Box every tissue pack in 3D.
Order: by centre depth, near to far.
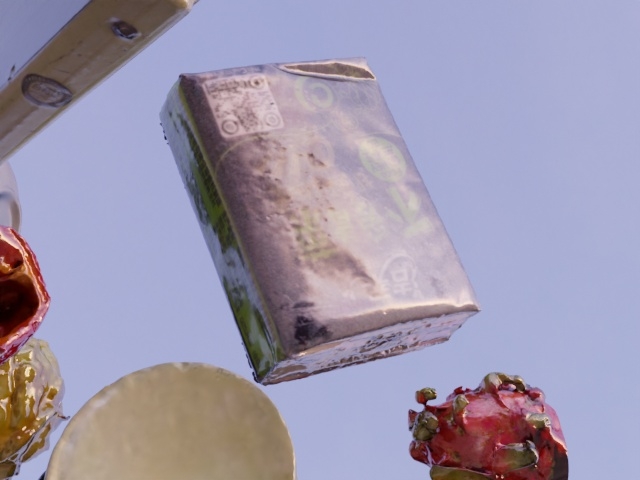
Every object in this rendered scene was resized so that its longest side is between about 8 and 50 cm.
[{"bbox_3d":[-0.006,-0.038,1.392,0.288,0.394,0.124,-11,-25,-29],"label":"tissue pack"}]

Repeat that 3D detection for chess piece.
[{"bbox_3d":[-0.076,0.194,0.725,0.144,0.144,0.251,-1,-30,4],"label":"chess piece"}]

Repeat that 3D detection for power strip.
[{"bbox_3d":[-0.081,-0.083,0.382,0.028,0.076,0.169,24,-32,-32],"label":"power strip"}]

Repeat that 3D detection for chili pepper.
[{"bbox_3d":[-0.399,0.101,1.056,0.338,0.131,0.134,-30,-76,30],"label":"chili pepper"}]

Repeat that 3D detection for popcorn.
[{"bbox_3d":[-0.457,0.246,1.582,0.192,0.233,0.266,10,-85,-1],"label":"popcorn"}]

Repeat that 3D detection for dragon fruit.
[{"bbox_3d":[0.189,0.235,1.289,0.172,0.166,0.160,-4,-101,-2],"label":"dragon fruit"}]

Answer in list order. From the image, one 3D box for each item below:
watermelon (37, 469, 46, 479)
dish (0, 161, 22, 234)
[{"bbox_3d":[-0.272,0.409,1.520,0.279,0.279,0.359,12,-45,-2],"label":"watermelon"},{"bbox_3d":[-0.484,-0.021,1.489,0.117,0.256,0.256,15,-62,13],"label":"dish"}]
